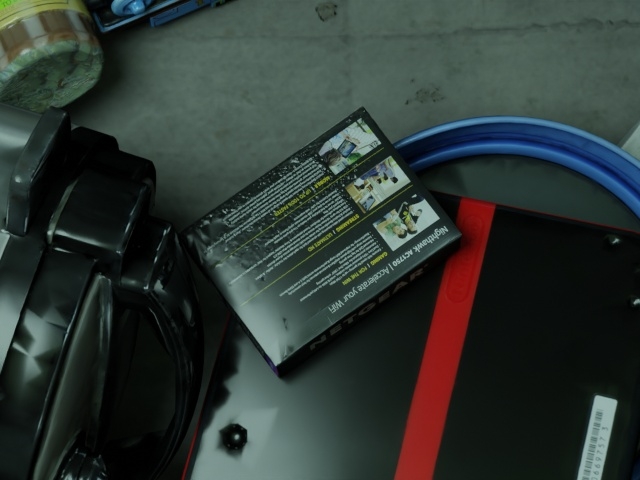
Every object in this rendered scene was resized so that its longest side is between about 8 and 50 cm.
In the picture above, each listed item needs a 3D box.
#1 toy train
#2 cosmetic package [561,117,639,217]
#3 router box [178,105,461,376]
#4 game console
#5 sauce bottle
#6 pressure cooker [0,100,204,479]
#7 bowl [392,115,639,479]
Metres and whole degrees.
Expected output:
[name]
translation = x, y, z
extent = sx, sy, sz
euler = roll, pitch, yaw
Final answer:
[toy train]
translation = -0.128, -0.240, 1.304
extent = 0.184, 0.105, 0.080
euler = -25, 78, -7
[cosmetic package]
translation = 0.313, -0.060, 1.347
extent = 0.099, 0.060, 0.239
euler = 42, 83, 3
[router box]
translation = 0.000, 0.000, 1.147
extent = 0.179, 0.046, 0.133
euler = -35, 75, -6
[game console]
translation = 0.073, 0.144, 1.155
extent = 0.342, 0.060, 0.386
euler = 13, 76, 7
[sauce bottle]
translation = -0.297, -0.273, 1.267
extent = 0.111, 0.111, 0.344
euler = -26, 71, -7
[pressure cooker]
translation = -0.297, 0.068, 1.128
extent = 0.421, 0.370, 0.375
euler = 16, 87, 0
[bowl]
translation = 0.153, 0.089, 1.275
extent = 0.391, 0.077, 0.391
euler = 0, 93, 4
